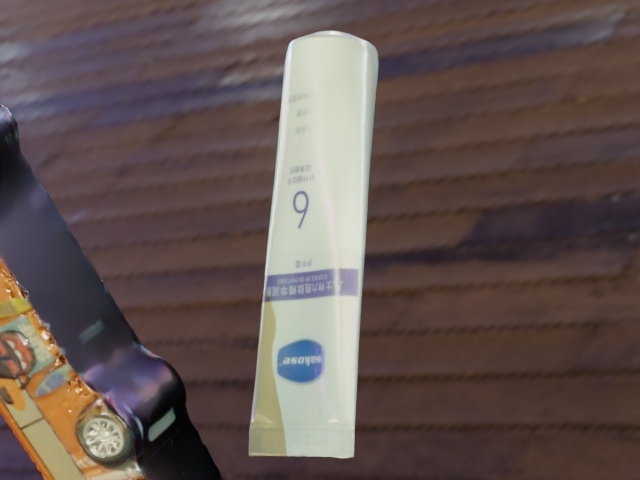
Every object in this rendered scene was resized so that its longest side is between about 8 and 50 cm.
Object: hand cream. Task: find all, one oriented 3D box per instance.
[{"bbox_3d":[0.000,0.000,1.236,0.109,0.067,0.321,-6,76,45],"label":"hand cream"}]

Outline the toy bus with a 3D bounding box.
[{"bbox_3d":[-0.192,0.049,1.124,0.092,0.409,0.093,-26,10,26],"label":"toy bus"}]
